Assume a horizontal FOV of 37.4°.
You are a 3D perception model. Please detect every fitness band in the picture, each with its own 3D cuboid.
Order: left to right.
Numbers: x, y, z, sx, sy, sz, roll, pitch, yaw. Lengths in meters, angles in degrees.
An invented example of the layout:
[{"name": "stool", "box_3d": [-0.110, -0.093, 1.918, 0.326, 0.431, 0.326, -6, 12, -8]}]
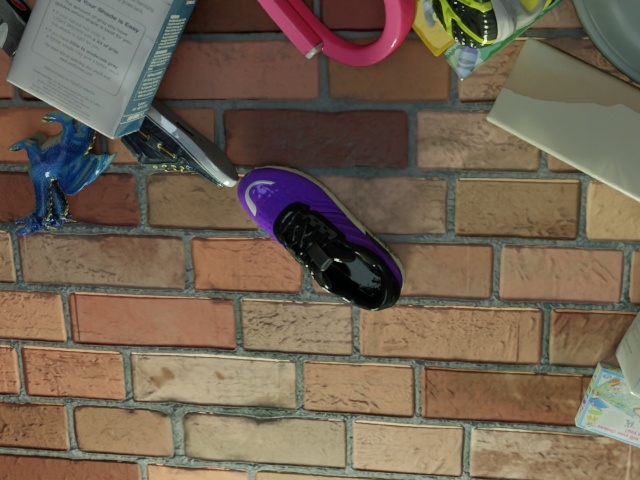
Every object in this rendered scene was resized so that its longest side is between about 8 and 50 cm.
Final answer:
[{"name": "fitness band", "box_3d": [0.000, -0.360, 1.260, 0.291, 0.054, 0.209, 50, 141, -6]}]

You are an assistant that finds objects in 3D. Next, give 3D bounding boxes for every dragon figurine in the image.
[{"name": "dragon figurine", "box_3d": [-0.367, -0.124, 1.425, 0.289, 0.085, 0.144, -36, 97, 17]}]

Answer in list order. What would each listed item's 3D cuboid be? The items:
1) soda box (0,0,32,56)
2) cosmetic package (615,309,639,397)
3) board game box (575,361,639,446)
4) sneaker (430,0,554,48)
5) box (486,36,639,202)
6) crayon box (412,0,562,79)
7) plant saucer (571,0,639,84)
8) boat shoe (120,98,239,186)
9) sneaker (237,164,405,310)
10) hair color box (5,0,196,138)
[{"name": "soda box", "box_3d": [-0.486, -0.354, 1.397, 0.060, 0.053, 0.169, -39, 96, 17]}, {"name": "cosmetic package", "box_3d": [0.616, 0.041, 1.268, 0.230, 0.161, 0.453, 27, 108, 1]}, {"name": "board game box", "box_3d": [0.475, 0.255, 1.423, 0.154, 0.026, 0.103, 18, 108, 4]}, {"name": "sneaker", "box_3d": [0.168, -0.431, 1.158, 0.147, 0.145, 0.384, -25, 98, -18]}, {"name": "box", "box_3d": [0.389, -0.135, 1.212, 0.311, 0.148, 0.121, 32, 108, 21]}, {"name": "crayon box", "box_3d": [0.167, -0.397, 1.261, 0.203, 0.083, 0.323, -38, 97, 17]}, {"name": "plant saucer", "box_3d": [0.508, -0.364, 1.153, 0.401, 0.100, 0.400, 1, 104, 4]}, {"name": "boat shoe", "box_3d": [-0.210, -0.125, 1.414, 0.183, 0.065, 0.083, 41, 109, 4]}, {"name": "sneaker", "box_3d": [0.001, 0.000, 1.367, 0.293, 0.146, 0.102, 36, 108, -2]}, {"name": "hair color box", "box_3d": [-0.261, -0.329, 1.251, 0.174, 0.105, 0.347, 29, 108, 3]}]
